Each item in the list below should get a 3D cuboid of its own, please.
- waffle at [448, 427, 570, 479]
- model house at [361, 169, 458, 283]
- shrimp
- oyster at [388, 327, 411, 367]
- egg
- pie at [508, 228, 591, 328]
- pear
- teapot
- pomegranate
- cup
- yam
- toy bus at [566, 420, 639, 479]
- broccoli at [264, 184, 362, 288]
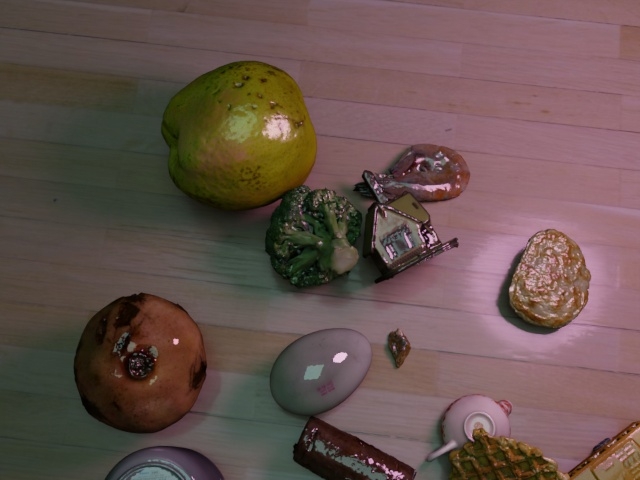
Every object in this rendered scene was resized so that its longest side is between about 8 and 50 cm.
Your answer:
[{"bbox_3d":[0.416,0.561,1.758,0.291,0.051,0.291,6,109,19],"label":"waffle"},{"bbox_3d":[0.173,-0.057,1.900,0.205,0.218,0.278,-27,87,-10],"label":"model house"},{"bbox_3d":[0.239,-0.178,2.046,0.317,0.062,0.164,-5,69,-6],"label":"shrimp"},{"bbox_3d":[0.198,0.265,1.927,0.051,0.034,0.093,-20,78,2],"label":"oyster"},{"bbox_3d":[0.003,0.305,1.835,0.264,0.183,0.183,-29,75,-16],"label":"egg"},{"bbox_3d":[0.576,0.103,1.947,0.201,0.090,0.248,29,75,-3],"label":"pie"},{"bbox_3d":[-0.205,-0.246,1.908,0.391,0.391,0.391,0,73,0],"label":"pear"},{"bbox_3d":[0.358,0.453,1.841,0.245,0.116,0.159,-26,86,-2],"label":"teapot"},{"bbox_3d":[-0.414,0.283,1.797,0.322,0.322,0.322,0,73,0],"label":"pomegranate"},{"bbox_3d":[-0.365,0.625,1.691,0.259,0.274,0.356,19,73,6],"label":"cup"},{"bbox_3d":[0.072,0.522,1.803,0.280,0.131,0.131,26,75,8],"label":"yam"},{"bbox_3d":[0.645,0.556,1.791,0.335,0.123,0.121,-34,74,-8],"label":"toy bus"},{"bbox_3d":[0.000,0.000,1.887,0.270,0.270,0.270,-38,35,-11],"label":"broccoli"}]
